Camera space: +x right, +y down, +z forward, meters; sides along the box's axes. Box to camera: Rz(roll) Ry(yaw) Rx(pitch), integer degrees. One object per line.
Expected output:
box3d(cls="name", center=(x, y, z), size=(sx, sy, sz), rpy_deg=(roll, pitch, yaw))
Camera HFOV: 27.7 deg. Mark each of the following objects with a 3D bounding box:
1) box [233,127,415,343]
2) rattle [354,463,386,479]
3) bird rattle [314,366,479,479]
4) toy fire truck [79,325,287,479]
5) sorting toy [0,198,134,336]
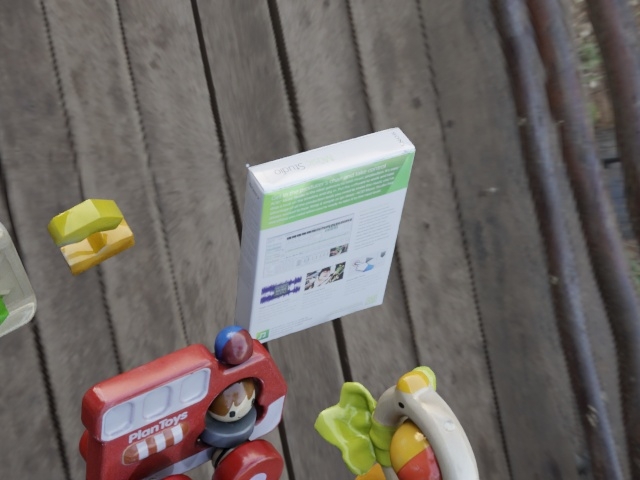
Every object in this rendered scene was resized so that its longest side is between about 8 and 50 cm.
box3d(cls="box", center=(0.000, 0.000, 1.821), size=(0.232, 0.322, 0.058), rpy_deg=(-17, 52, -23))
box3d(cls="rattle", center=(0.057, 0.364, 1.502), size=(0.142, 0.130, 0.200), rpy_deg=(-24, 98, -35))
box3d(cls="bird rattle", center=(0.101, 0.249, 1.380), size=(0.143, 0.207, 0.254), rpy_deg=(-11, 61, -19))
box3d(cls="toy fire truck", center=(-0.168, 0.230, 1.677), size=(0.302, 0.254, 0.169), rpy_deg=(-20, 52, -31))
box3d(cls="sorting toy", center=(-0.288, 0.053, 1.039), size=(0.307, 0.229, 0.041), rpy_deg=(-28, 76, -13))
